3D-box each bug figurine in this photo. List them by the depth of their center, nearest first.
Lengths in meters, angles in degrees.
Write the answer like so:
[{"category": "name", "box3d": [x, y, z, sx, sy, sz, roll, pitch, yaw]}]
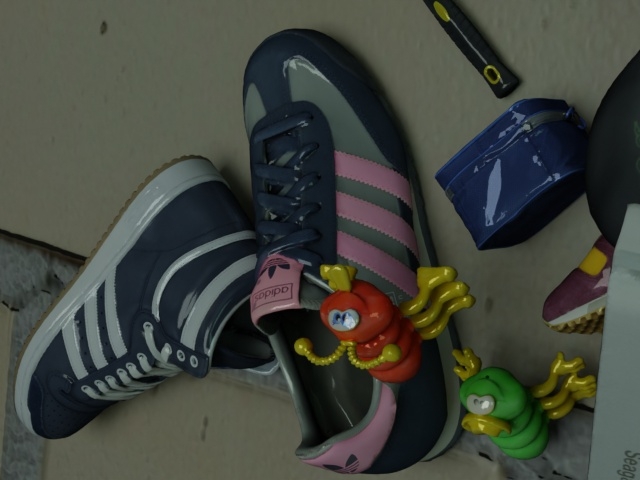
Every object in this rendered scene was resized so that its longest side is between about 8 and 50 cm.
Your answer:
[{"category": "bug figurine", "box3d": [0.135, 0.073, 0.677, 0.279, 0.216, 0.072, -2, 59, 34]}]

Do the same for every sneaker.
[{"category": "sneaker", "box3d": [0.199, -0.014, 0.713, 0.185, 0.069, 0.084, -34, 64, 27]}, {"category": "sneaker", "box3d": [0.000, 0.000, 0.820, 0.112, 0.131, 0.319, -28, 76, 36]}, {"category": "sneaker", "box3d": [-0.129, 0.088, 0.946, 0.153, 0.099, 0.282, 48, 116, 27]}]

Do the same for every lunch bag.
[{"category": "lunch bag", "box3d": [0.124, -0.047, 0.762, 0.098, 0.067, 0.065, -43, 68, 30]}]

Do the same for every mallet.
[{"category": "mallet", "box3d": [0.063, -0.165, 0.825, 0.062, 0.039, 0.189, -37, 75, 32]}]

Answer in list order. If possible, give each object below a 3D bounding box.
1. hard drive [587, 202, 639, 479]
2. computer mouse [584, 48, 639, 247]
[{"category": "hard drive", "box3d": [0.290, 0.103, 0.503, 0.353, 0.233, 0.047, 14, 57, 18]}, {"category": "computer mouse", "box3d": [0.233, -0.105, 0.623, 0.188, 0.072, 0.272, 43, 99, 26]}]
